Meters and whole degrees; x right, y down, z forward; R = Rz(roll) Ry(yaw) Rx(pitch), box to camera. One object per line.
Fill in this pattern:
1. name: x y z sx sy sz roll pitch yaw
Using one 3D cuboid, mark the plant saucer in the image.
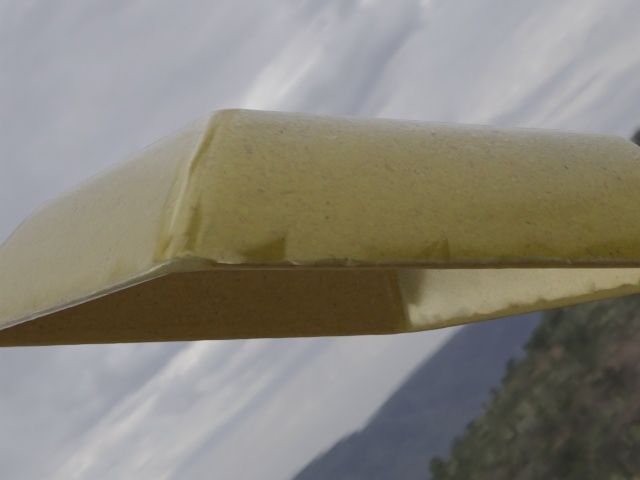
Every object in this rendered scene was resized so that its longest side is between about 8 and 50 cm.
1. plant saucer: 0.000 0.000 0.740 0.332 0.081 0.333 0 -9 -31
